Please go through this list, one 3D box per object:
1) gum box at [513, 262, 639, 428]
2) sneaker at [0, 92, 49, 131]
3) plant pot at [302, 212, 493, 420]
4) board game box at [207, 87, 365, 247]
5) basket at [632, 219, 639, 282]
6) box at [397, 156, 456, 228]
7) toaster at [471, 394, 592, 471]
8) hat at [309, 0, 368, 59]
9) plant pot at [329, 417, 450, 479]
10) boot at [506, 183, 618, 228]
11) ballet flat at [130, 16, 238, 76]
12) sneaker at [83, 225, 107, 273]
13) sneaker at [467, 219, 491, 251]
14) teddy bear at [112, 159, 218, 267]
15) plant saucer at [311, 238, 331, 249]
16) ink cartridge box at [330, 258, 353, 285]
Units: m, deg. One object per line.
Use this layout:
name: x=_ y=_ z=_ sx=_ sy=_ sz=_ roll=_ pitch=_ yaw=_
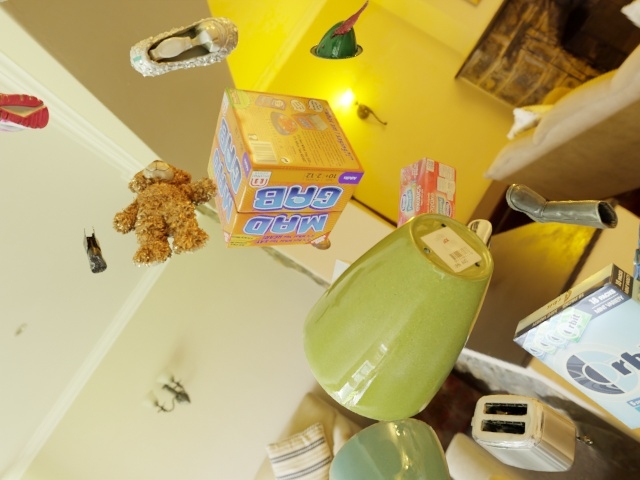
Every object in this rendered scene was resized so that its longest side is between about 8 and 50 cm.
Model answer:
gum box: x=0.362 y=0.133 z=0.525 sx=0.041 sy=0.185 sz=0.157 roll=-48 pitch=-8 yaw=-40
sneaker: x=-0.780 y=-0.304 z=1.006 sx=0.253 sy=0.111 sz=0.102 roll=14 pitch=-106 yaw=-48
plant pot: x=0.145 y=0.105 z=0.731 sx=0.274 sy=0.275 sz=0.293 roll=-55 pitch=-7 yaw=-49
board game box: x=-0.136 y=-0.226 z=1.435 sx=0.356 sy=0.357 sz=0.356 roll=-62 pitch=40 yaw=45
basket: x=0.554 y=0.031 z=0.562 sx=0.289 sy=0.255 sz=0.200 roll=32 pitch=-115 yaw=-49
box: x=0.384 y=-0.125 z=1.582 sx=0.142 sy=0.154 sz=0.299 roll=-19 pitch=62 yaw=60
toaster: x=0.454 y=0.428 z=0.982 sx=0.227 sy=0.147 sz=0.129 roll=-24 pitch=36 yaw=53
hat: x=0.063 y=-0.709 z=1.431 sx=0.172 sy=0.209 sz=0.183 roll=-71 pitch=-16 yaw=-45
plant pot: x=0.187 y=0.593 z=1.017 sx=0.290 sy=0.291 sz=0.195 roll=-58 pitch=26 yaw=14
boot: x=0.615 y=-0.087 z=1.130 sx=0.075 sy=0.190 sz=0.208 roll=-67 pitch=22 yaw=3
ballet flat: x=-0.429 y=-0.653 z=1.470 sx=0.409 sy=0.147 sz=0.147 roll=-34 pitch=-13 yaw=-25
sneaker: x=-0.723 y=0.034 z=1.402 sx=0.051 sy=0.089 sz=0.170 roll=-16 pitch=-22 yaw=-27
sneaker: x=0.386 y=0.057 z=1.111 sx=0.217 sy=0.079 sz=0.121 roll=-49 pitch=-45 yaw=-33
teddy bear: x=-0.372 y=-0.079 z=1.044 sx=0.113 sy=0.246 sz=0.337 roll=67 pitch=-164 yaw=-50
plant saucer: x=0.000 y=0.000 z=1.581 sx=0.083 sy=0.084 sz=0.015 roll=-55 pitch=-10 yaw=-50
ink cartridge box: x=0.111 y=0.177 z=1.434 sx=0.232 sy=0.066 sz=0.188 roll=20 pitch=99 yaw=54
